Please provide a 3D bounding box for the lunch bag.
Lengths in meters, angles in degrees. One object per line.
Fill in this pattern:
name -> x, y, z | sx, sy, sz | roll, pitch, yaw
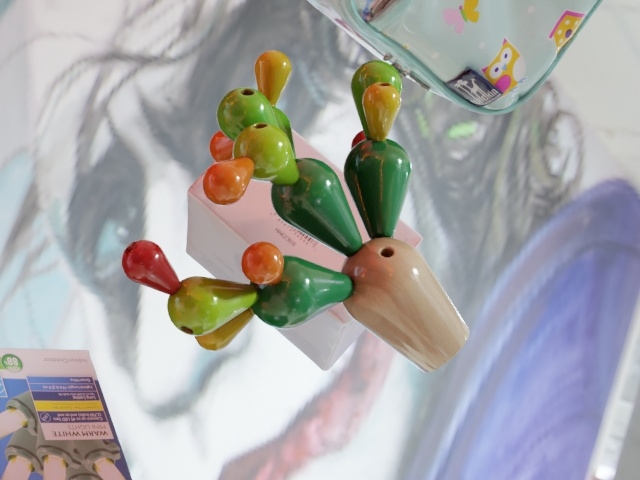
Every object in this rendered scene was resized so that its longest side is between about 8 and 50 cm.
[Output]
lunch bag -> 0.114, -0.230, 1.049 | 0.224, 0.279, 0.108 | 30, 7, -47

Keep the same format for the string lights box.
string lights box -> -0.228, 0.214, 1.291 | 0.133, 0.259, 0.076 | 4, -43, -38

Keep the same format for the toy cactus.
toy cactus -> 0.000, 0.000, 0.818 | 0.180, 0.219, 0.112 | 48, -50, -11

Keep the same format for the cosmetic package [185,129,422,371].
cosmetic package -> -0.025, 0.005, 1.742 | 0.224, 0.138, 0.224 | 40, -18, 7
